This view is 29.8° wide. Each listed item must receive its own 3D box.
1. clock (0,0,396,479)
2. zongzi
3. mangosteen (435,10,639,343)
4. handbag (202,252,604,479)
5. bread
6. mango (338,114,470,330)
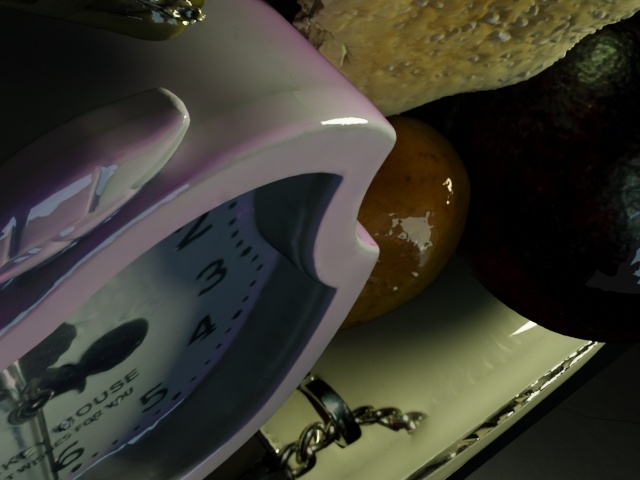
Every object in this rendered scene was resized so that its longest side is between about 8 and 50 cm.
[{"bbox_3d":[-0.128,0.046,0.460,0.338,0.102,0.338,-36,161,-15],"label":"clock"},{"bbox_3d":[-0.082,-0.070,0.339,0.083,0.040,0.076,-40,123,7],"label":"zongzi"},{"bbox_3d":[0.160,-0.048,0.690,0.216,0.216,0.216,-36,162,-14],"label":"mangosteen"},{"bbox_3d":[0.046,0.092,0.813,0.358,0.160,0.237,-28,168,-36],"label":"handbag"},{"bbox_3d":[0.074,-0.112,0.478,0.182,0.039,0.251,-13,165,-4],"label":"bread"},{"bbox_3d":[0.006,0.001,0.629,0.115,0.089,0.165,18,130,-35],"label":"mango"}]
